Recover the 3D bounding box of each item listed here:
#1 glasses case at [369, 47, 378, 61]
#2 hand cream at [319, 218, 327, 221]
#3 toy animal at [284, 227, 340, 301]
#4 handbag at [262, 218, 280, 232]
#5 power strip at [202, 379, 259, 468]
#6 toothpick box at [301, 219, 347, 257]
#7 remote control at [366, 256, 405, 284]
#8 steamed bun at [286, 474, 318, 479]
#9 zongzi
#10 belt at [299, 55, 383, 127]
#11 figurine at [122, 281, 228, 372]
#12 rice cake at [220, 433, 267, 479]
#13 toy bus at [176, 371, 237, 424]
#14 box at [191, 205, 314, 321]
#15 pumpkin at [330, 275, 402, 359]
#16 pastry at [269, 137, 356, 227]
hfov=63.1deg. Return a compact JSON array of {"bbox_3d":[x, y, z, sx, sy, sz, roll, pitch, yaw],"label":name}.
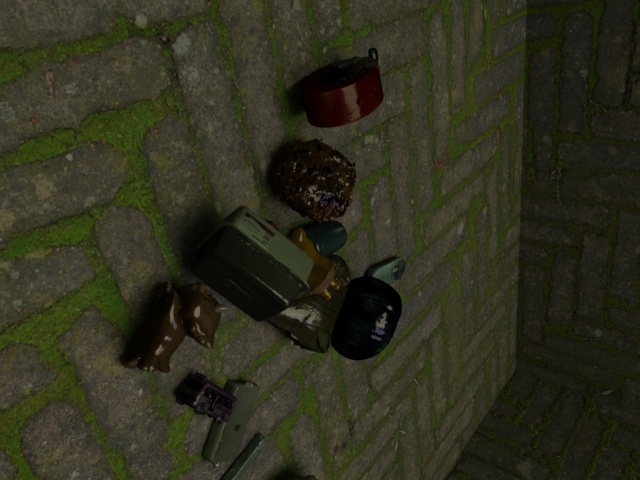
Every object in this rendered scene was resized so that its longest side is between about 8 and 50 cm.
[{"bbox_3d":[0.185,-0.615,1.786,0.033,0.023,0.083,-33,125,-42],"label":"glasses case"},{"bbox_3d":[0.000,-0.132,1.714,0.061,0.039,0.143,-28,118,-42],"label":"hand cream"},{"bbox_3d":[-0.039,0.081,1.535,0.230,0.156,0.156,42,67,-18],"label":"toy animal"},{"bbox_3d":[-0.180,0.049,1.536,0.190,0.063,0.127,-57,139,-27],"label":"handbag"},{"bbox_3d":[-0.272,0.556,1.599,0.118,0.046,0.270,25,81,-54],"label":"power strip"},{"bbox_3d":[0.000,0.000,1.689,0.184,0.120,0.120,-25,121,-46],"label":"toothpick box"},{"bbox_3d":[0.265,0.133,2.110,0.247,0.052,0.104,-18,117,-47],"label":"remote control"},{"bbox_3d":[-0.080,0.970,1.848,0.310,0.219,0.324,-17,141,-31],"label":"steamed bun"},{"bbox_3d":[-0.076,0.146,1.647,0.360,0.160,0.323,34,62,-34],"label":"zongzi"},{"bbox_3d":[0.066,-0.448,1.539,0.324,0.227,0.115,-60,144,-48],"label":"belt"},{"bbox_3d":[-0.344,0.225,1.298,0.173,0.177,0.247,31,65,-32],"label":"figurine"},{"bbox_3d":[-0.260,0.730,1.675,0.245,0.042,0.045,-47,137,-31],"label":"rice cake"},{"bbox_3d":[-0.320,0.447,1.475,0.098,0.087,0.178,-61,143,-19],"label":"toy bus"},{"bbox_3d":[-0.176,0.068,1.349,0.290,0.220,0.166,39,51,-14],"label":"box"},{"bbox_3d":[0.136,0.264,1.826,0.315,0.238,0.315,-156,-90,-87],"label":"pumpkin"},{"bbox_3d":[-0.020,-0.173,1.563,0.275,0.193,0.275,14,57,-23],"label":"pastry"}]
